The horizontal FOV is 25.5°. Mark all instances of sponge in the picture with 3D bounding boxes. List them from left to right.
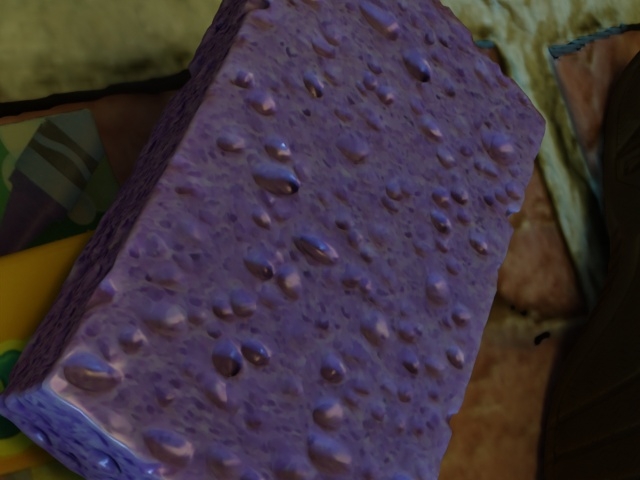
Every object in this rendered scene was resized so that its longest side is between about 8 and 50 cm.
[{"bbox_3d":[0.000,0.000,0.406,0.117,0.031,0.210,44,47,-23],"label":"sponge"}]

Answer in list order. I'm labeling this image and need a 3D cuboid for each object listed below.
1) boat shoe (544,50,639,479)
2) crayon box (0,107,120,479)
[{"bbox_3d":[0.184,0.043,0.608,0.110,0.121,0.341,36,50,-25],"label":"boat shoe"},{"bbox_3d":[-0.062,0.114,0.382,0.203,0.083,0.323,-19,85,-45],"label":"crayon box"}]
